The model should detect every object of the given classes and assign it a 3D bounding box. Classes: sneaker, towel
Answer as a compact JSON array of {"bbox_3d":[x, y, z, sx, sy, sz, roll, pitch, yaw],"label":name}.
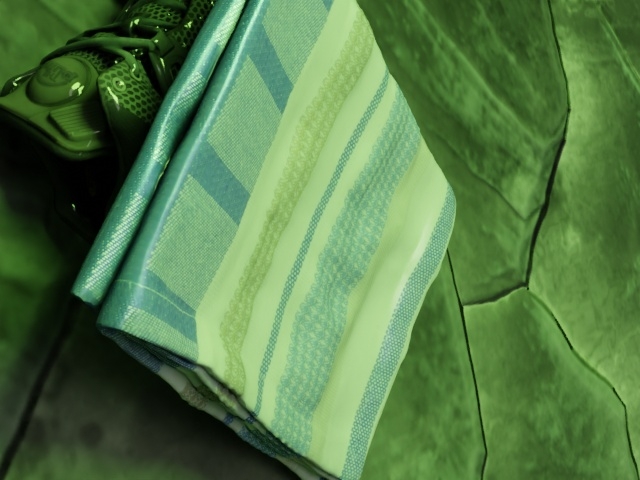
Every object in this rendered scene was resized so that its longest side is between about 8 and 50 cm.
[{"bbox_3d":[-0.070,-0.097,0.472,0.130,0.087,0.227,12,89,-51],"label":"sneaker"},{"bbox_3d":[0.000,0.000,0.504,0.209,0.034,0.285,-67,152,-18],"label":"towel"}]
